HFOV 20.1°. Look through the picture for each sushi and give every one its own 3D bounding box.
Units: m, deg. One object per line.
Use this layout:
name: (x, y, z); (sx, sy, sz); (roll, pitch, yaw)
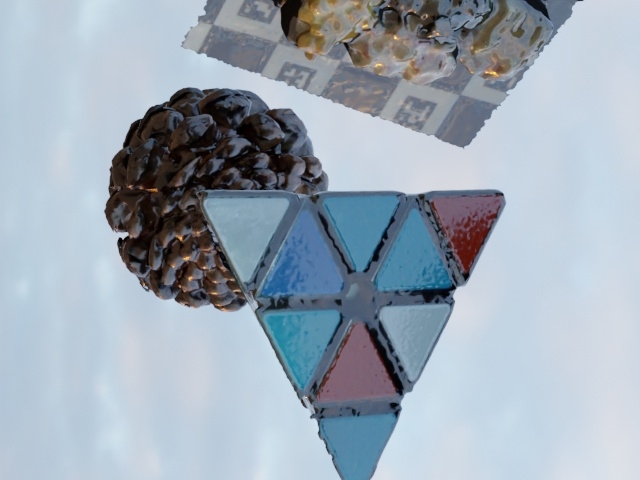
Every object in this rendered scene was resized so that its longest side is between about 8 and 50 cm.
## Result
sushi: (0.060, -0.135, 1.031); (0.192, 0.215, 0.050); (-53, -144, 30)

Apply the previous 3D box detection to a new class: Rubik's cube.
Rubik's cube: (0.000, 0.000, 1.407); (0.250, 0.234, 0.284); (-37, -133, 14)

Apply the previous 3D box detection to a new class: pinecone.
pinecone: (-0.105, -0.044, 1.692); (0.221, 0.221, 0.221); (-179, -90, -67)
